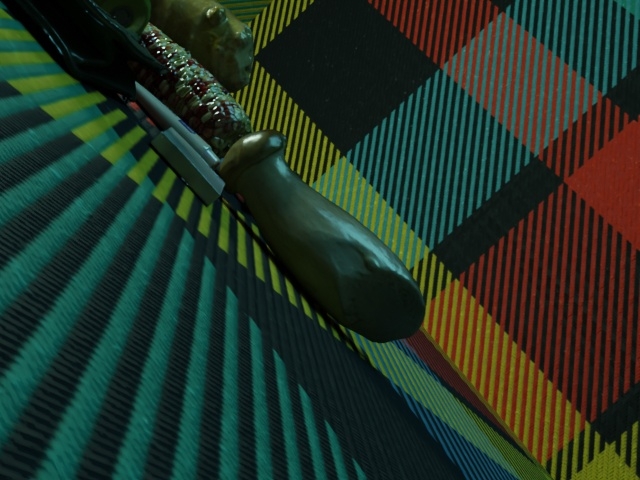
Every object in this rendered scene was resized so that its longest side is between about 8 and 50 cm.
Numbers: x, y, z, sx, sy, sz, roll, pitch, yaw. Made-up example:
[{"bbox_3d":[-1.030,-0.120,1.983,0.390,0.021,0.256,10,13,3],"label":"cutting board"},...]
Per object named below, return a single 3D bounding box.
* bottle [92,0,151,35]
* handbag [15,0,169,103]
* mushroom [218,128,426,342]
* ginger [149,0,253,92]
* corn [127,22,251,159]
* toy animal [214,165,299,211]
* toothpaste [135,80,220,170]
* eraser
[{"bbox_3d":[-0.353,-0.397,1.630,0.260,0.112,0.112,50,4,35],"label":"bottle"},{"bbox_3d":[-0.304,-0.284,1.270,0.247,0.079,0.260,49,3,3],"label":"handbag"},{"bbox_3d":[0.000,0.000,1.452,0.350,0.128,0.128,49,4,7],"label":"mushroom"},{"bbox_3d":[-0.239,-0.366,1.731,0.354,0.126,0.190,50,-32,6],"label":"ginger"},{"bbox_3d":[-0.218,-0.234,1.631,0.290,0.098,0.098,45,2,21],"label":"corn"},{"bbox_3d":[-0.083,-0.085,1.637,0.219,0.095,0.155,47,-1,-4],"label":"toy animal"},{"bbox_3d":[-0.219,-0.173,1.491,0.218,0.033,0.052,44,-3,12],"label":"toothpaste"},{"bbox_3d":[-0.162,-0.094,1.337,0.104,0.023,0.150,48,3,-8],"label":"eraser"}]
